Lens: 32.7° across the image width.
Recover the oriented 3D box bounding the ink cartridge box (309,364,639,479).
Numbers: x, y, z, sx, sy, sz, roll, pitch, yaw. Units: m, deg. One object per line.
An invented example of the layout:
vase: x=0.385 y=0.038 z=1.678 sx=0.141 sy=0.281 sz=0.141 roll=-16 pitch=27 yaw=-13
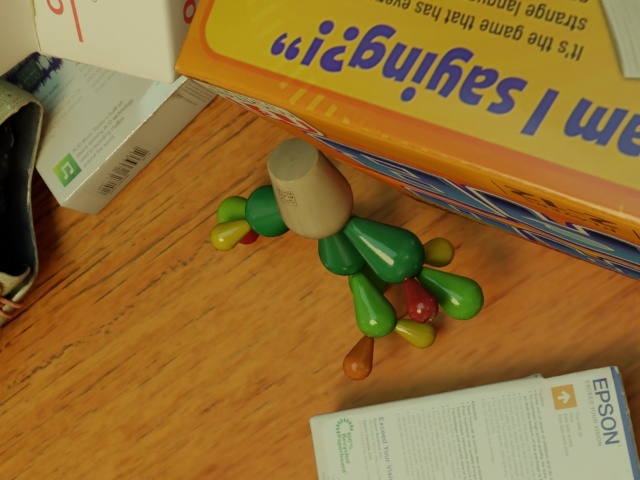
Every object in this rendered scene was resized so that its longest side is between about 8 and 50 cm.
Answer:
ink cartridge box: x=0.115 y=0.209 z=0.734 sx=0.224 sy=0.045 sz=0.223 roll=-13 pitch=77 yaw=21

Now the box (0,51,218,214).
box: x=-0.208 y=-0.216 z=0.943 sx=0.232 sy=0.058 sz=0.322 roll=-42 pitch=69 yaw=13

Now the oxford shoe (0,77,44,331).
oxford shoe: x=-0.316 y=0.053 z=0.883 sx=0.146 sy=0.140 sz=0.397 roll=13 pitch=100 yaw=24

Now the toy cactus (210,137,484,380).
toy cactus: x=0.000 y=0.000 z=0.745 sx=0.219 sy=0.180 sz=0.112 roll=32 pitch=74 yaw=32

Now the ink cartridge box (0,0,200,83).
ink cartridge box: x=-0.096 y=-0.243 z=0.710 sx=0.119 sy=0.353 sz=0.207 roll=16 pitch=132 yaw=24

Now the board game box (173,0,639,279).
board game box: x=0.212 y=-0.158 z=0.577 sx=0.356 sy=0.356 sz=0.356 roll=22 pitch=91 yaw=25
